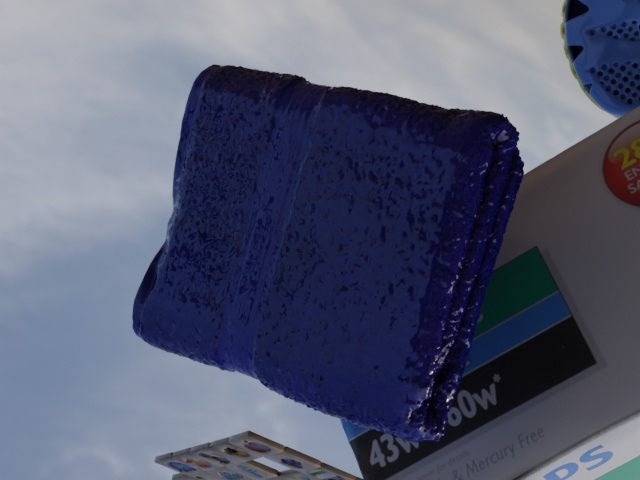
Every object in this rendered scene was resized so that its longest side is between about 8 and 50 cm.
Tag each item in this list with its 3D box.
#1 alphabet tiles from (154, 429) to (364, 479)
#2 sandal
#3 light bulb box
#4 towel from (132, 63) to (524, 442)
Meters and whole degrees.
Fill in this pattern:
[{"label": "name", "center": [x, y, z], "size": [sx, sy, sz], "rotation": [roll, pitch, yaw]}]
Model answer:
[{"label": "alphabet tiles", "center": [-0.044, 0.239, 1.383], "size": [0.198, 0.009, 0.237], "rotation": [26, 154, -24]}, {"label": "sandal", "center": [0.315, -0.282, 1.467], "size": [0.126, 0.317, 0.138], "rotation": [-6, 179, 1]}, {"label": "light bulb box", "center": [0.236, 0.122, 1.134], "size": [0.361, 0.358, 0.225], "rotation": [42, -159, -52]}, {"label": "towel", "center": [0.000, 0.000, 1.016], "size": [0.076, 0.228, 0.308], "rotation": [14, -179, -44]}]
